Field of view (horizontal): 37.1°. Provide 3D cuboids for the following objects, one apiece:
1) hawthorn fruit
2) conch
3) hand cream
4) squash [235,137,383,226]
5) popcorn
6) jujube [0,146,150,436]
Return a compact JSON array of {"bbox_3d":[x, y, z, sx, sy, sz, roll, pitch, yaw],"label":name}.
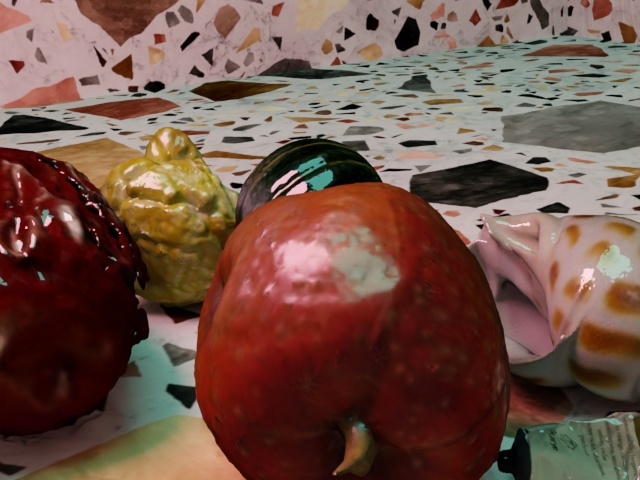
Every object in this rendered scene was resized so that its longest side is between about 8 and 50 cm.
[{"bbox_3d":[0.025,0.087,0.717,0.258,0.258,0.261,-12,48,-24],"label":"hawthorn fruit"},{"bbox_3d":[0.249,0.067,0.865,0.149,0.182,0.275,29,9,-35],"label":"conch"},{"bbox_3d":[0.258,0.170,0.731,0.248,0.052,0.075,1,44,-6],"label":"hand cream"},{"bbox_3d":[0.004,-0.004,1.029,0.172,0.218,0.218,-26,27,-26],"label":"squash"},{"bbox_3d":[-0.169,-0.032,1.126,0.198,0.198,0.212,-4,52,-2],"label":"popcorn"},{"bbox_3d":[-0.304,0.035,0.917,0.258,0.258,0.377,-12,16,-23],"label":"jujube"}]
